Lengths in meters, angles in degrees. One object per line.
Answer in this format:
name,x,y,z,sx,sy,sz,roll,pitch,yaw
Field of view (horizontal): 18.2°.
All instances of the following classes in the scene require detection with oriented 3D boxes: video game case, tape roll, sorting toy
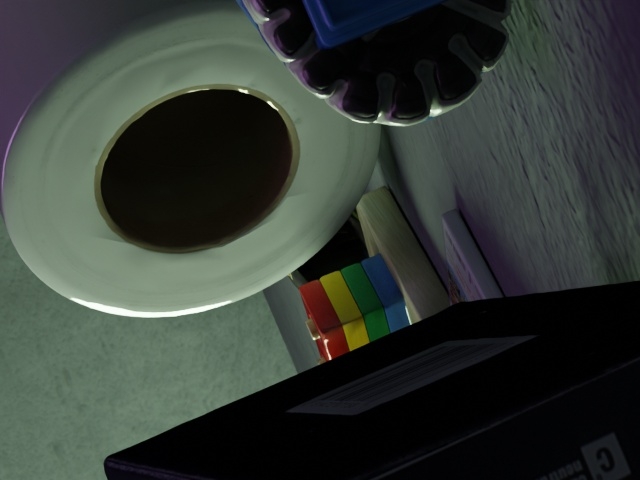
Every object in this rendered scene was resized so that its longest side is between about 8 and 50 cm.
video game case,0.095,0.045,1.154,0.122,0.011,0.087,79,167,-63
tape roll,-0.102,-0.094,1.271,0.246,0.246,0.169,73,173,-45
sorting toy,0.071,0.143,1.359,0.255,0.089,0.257,74,171,-50

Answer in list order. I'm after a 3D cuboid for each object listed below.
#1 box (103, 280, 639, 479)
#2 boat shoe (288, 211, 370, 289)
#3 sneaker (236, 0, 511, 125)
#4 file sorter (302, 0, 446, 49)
box,0.087,0.187,0.681,0.312,0.179,0.343,69,165,-2
boat shoe,0.000,0.000,1.547,0.227,0.081,0.068,55,164,37
sneaker,-0.035,-0.194,0.841,0.147,0.130,0.330,153,94,-82
file sorter,0.021,-0.150,0.553,0.104,0.118,0.170,-168,55,-88
